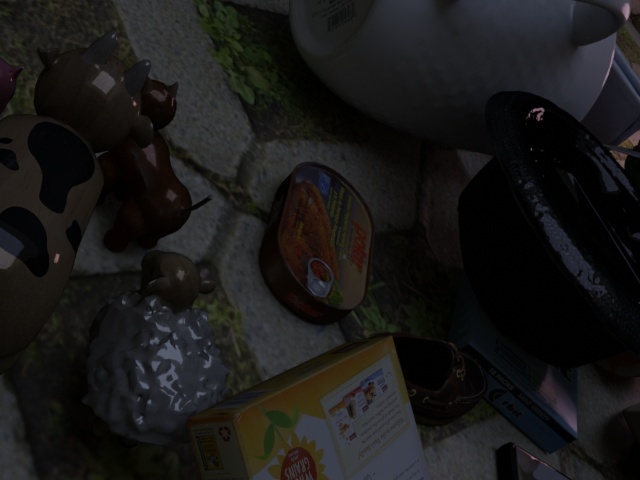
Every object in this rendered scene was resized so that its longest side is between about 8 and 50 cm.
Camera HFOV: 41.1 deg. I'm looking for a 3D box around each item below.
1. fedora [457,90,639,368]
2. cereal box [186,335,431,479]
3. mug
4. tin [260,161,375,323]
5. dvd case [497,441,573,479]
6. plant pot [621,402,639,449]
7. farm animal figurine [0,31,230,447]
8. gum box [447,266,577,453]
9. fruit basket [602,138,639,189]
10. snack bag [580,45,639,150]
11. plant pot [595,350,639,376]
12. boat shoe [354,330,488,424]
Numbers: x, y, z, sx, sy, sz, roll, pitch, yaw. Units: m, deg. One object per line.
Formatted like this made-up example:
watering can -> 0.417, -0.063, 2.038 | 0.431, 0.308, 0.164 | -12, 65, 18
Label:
fedora -> 0.244, 0.010, 0.895 | 0.334, 0.152, 0.334 | 30, 37, -26
cereal box -> 0.017, 0.198, 0.543 | 0.173, 0.047, 0.240 | -15, 91, -54
mug -> 0.170, -0.257, 0.981 | 0.328, 0.374, 0.276 | 7, 88, -38
tin -> 0.000, 0.000, 0.812 | 0.106, 0.040, 0.190 | 32, 36, -16
dvd case -> 0.234, 0.322, 0.760 | 0.180, 0.022, 0.253 | 34, 36, -20
plant pot -> 0.505, 0.288, 0.936 | 0.256, 0.256, 0.274 | -1, 71, -49
farm animal figurine -> -0.195, -0.057, 0.520 | 0.330, 0.172, 0.327 | 23, 41, -34
gum box -> 0.213, 0.114, 0.933 | 0.157, 0.041, 0.184 | 41, 34, -10
fruit basket -> 0.486, -0.067, 1.050 | 0.327, 0.166, 0.353 | 8, 9, -30
snack bag -> 0.336, -0.260, 1.272 | 0.323, 0.037, 0.342 | 58, -8, 8
plant pot -> 0.436, 0.092, 1.091 | 0.187, 0.205, 0.205 | -10, 63, -35
boat shoe -> 0.092, 0.120, 0.761 | 0.207, 0.073, 0.073 | 8, 49, -46
